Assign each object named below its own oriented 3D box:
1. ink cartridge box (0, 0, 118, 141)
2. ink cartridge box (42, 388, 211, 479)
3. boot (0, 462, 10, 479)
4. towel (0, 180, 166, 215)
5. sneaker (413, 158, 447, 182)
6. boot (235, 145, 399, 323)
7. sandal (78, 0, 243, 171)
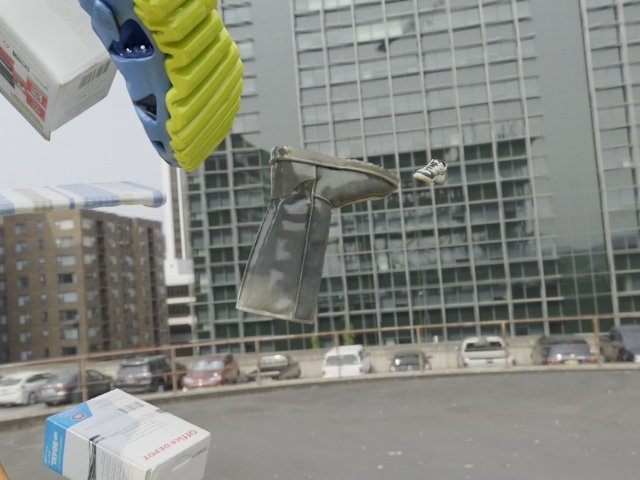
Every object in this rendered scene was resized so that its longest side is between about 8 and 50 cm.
[{"bbox_3d":[-0.481,-0.344,0.971,0.130,0.309,0.272,-46,12,-28],"label":"ink cartridge box"},{"bbox_3d":[-0.296,0.320,0.943,0.203,0.085,0.148,16,12,25],"label":"ink cartridge box"},{"bbox_3d":[-0.571,0.398,1.052,0.284,0.220,0.109,-20,-33,11],"label":"boot"},{"bbox_3d":[-0.409,-0.063,0.970,0.285,0.034,0.209,-9,14,-34],"label":"towel"},{"bbox_3d":[0.176,-0.113,0.976,0.032,0.036,0.083,28,22,27],"label":"sneaker"},{"bbox_3d":[0.000,0.000,0.766,0.190,0.208,0.076,8,-10,-14],"label":"boot"},{"bbox_3d":[-0.167,-0.204,0.620,0.138,0.126,0.317,22,-36,18],"label":"sandal"}]
